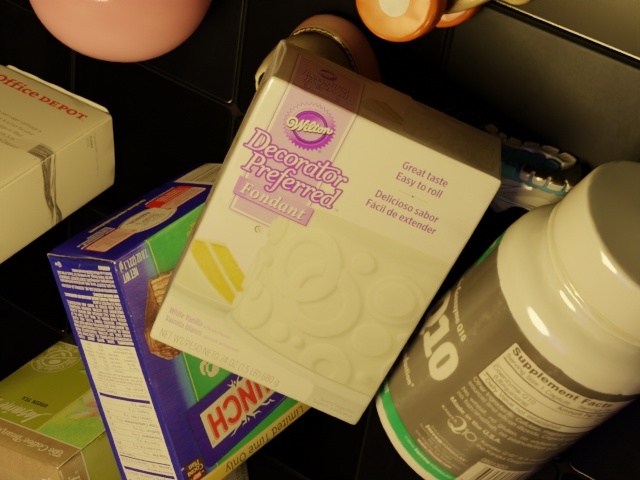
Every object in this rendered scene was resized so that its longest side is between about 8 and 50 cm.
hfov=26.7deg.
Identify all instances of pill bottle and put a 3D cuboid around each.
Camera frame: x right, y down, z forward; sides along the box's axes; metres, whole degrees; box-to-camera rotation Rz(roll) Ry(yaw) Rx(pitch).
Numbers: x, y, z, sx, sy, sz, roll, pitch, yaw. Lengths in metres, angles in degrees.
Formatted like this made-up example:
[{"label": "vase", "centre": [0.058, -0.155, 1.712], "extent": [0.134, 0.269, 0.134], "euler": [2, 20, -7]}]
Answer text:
[{"label": "pill bottle", "centre": [0.224, 0.093, 1.334], "extent": [0.204, 0.204, 0.361], "euler": [46, 134, 6]}]

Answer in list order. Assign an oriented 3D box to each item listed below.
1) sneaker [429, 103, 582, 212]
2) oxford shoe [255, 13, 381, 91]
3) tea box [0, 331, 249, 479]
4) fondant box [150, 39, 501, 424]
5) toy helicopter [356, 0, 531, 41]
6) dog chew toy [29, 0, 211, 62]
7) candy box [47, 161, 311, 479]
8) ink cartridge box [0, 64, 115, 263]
[{"label": "sneaker", "centre": [0.168, -0.072, 1.375], "extent": [0.190, 0.071, 0.083], "euler": [29, 136, 22]}, {"label": "oxford shoe", "centre": [0.006, -0.035, 1.465], "extent": [0.140, 0.146, 0.397], "euler": [0, 116, 37]}, {"label": "tea box", "centre": [-0.278, 0.317, 1.781], "extent": [0.220, 0.323, 0.329], "euler": [12, 122, 33]}, {"label": "fondant box", "centre": [0.000, 0.000, 1.343], "extent": [0.238, 0.096, 0.330], "euler": [24, 120, -7]}, {"label": "toy helicopter", "centre": [0.173, -0.331, 1.198], "extent": [0.355, 0.140, 0.235], "euler": [-13, 98, 31]}, {"label": "dog chew toy", "centre": [-0.195, -0.358, 1.404], "extent": [0.206, 0.206, 0.332], "euler": [29, 122, 22]}, {"label": "candy box", "centre": [-0.144, 0.103, 1.584], "extent": [0.122, 0.268, 0.317], "euler": [6, 120, 40]}, {"label": "ink cartridge box", "centre": [-0.421, -0.086, 1.678], "extent": [0.207, 0.283, 0.117], "euler": [25, 132, 25]}]
